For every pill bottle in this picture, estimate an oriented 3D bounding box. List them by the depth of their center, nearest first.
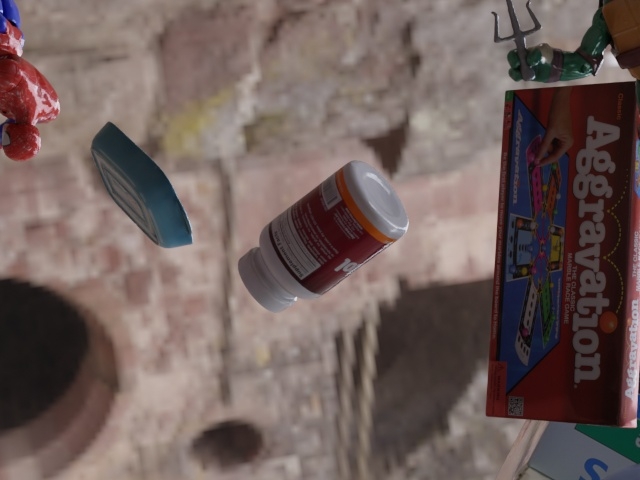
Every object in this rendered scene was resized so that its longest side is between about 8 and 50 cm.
[{"bbox_3d":[0.000,0.000,1.815,0.086,0.152,0.086,43,24,-25],"label":"pill bottle"}]

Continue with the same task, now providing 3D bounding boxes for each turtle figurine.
[{"bbox_3d":[0.240,-0.140,1.416,0.175,0.118,0.234,-22,-75,44],"label":"turtle figurine"}]

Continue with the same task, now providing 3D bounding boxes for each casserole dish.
[{"bbox_3d":[-0.202,-0.057,2.163,0.188,0.037,0.114,41,-23,46],"label":"casserole dish"}]

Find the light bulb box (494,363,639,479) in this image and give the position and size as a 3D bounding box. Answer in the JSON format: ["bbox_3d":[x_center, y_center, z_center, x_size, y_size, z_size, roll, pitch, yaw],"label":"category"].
[{"bbox_3d":[0.359,0.174,2.059,0.361,0.225,0.358,-59,175,-18],"label":"light bulb box"}]

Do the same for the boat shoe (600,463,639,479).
[{"bbox_3d":[0.234,0.322,1.621,0.105,0.113,0.306,62,41,-32],"label":"boat shoe"}]

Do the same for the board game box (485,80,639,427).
[{"bbox_3d":[0.206,0.011,1.627,0.145,0.027,0.281,0,-96,45],"label":"board game box"}]

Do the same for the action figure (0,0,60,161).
[{"bbox_3d":[-0.299,-0.159,1.635,0.091,0.139,0.280,41,22,-52],"label":"action figure"}]
